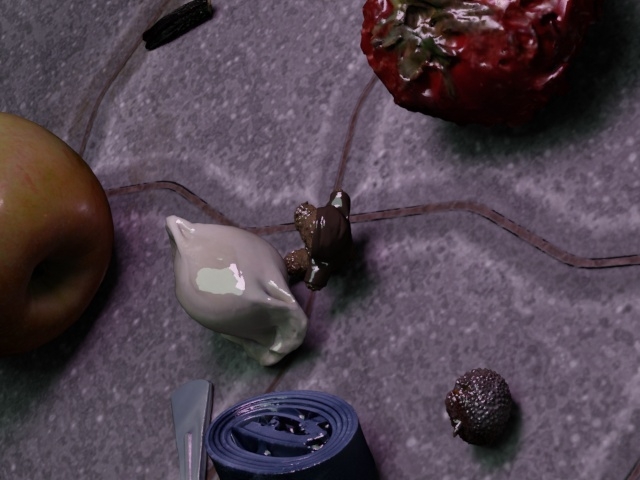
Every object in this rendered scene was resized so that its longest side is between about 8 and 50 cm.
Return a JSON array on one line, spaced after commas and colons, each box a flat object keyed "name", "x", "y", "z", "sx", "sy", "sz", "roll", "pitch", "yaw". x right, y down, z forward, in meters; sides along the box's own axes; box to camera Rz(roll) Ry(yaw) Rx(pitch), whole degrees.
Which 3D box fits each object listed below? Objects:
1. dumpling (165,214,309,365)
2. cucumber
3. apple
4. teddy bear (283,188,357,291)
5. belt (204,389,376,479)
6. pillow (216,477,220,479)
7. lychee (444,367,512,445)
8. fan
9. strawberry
[{"name": "dumpling", "x": -0.100, "y": 0.065, "z": 1.960, "sx": 0.124, "sy": 0.151, "sz": 0.229, "roll": -30, "pitch": 51, "yaw": -30}, {"name": "cucumber", "x": -0.199, "y": -0.302, "z": 2.357, "sx": 0.135, "sy": 0.034, "sz": 0.033, "roll": -23, "pitch": 54, "yaw": 29}, {"name": "apple", "x": -0.418, "y": 0.000, "z": 2.148, "sx": 0.277, "sy": 0.319, "sz": 0.319, "roll": 30, "pitch": 85, "yaw": 45}, {"name": "teddy bear", "x": 0.008, "y": 0.003, "z": 1.928, "sx": 0.160, "sy": 0.078, "sz": 0.119, "roll": 152, "pitch": 136, "yaw": -78}, {"name": "belt", "x": -0.033, "y": 0.224, "z": 1.783, "sx": 0.190, "sy": 0.082, "sz": 0.141, "roll": 8, "pitch": 36, "yaw": 42}, {"name": "pillow", "x": -0.061, "y": 0.309, "z": 1.795, "sx": 0.208, "sy": 0.053, "sz": 0.119, "roll": 8, "pitch": 51, "yaw": 44}, {"name": "lychee", "x": 0.155, "y": 0.166, "z": 1.695, "sx": 0.083, "sy": 0.068, "sz": 0.067, "roll": -49, "pitch": -3, "yaw": -21}, {"name": "fan", "x": -0.140, "y": 0.276, "z": 1.920, "sx": 0.057, "sy": 0.023, "sz": 0.282, "roll": -22, "pitch": 49, "yaw": 19}, {"name": "strawberry", "x": 0.191, "y": -0.253, "z": 1.857, "sx": 0.274, "sy": 0.220, "sz": 0.274, "roll": 12, "pitch": 108, "yaw": 39}]
